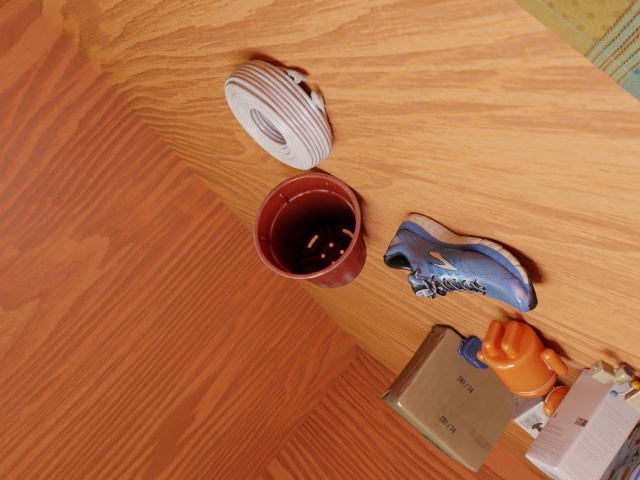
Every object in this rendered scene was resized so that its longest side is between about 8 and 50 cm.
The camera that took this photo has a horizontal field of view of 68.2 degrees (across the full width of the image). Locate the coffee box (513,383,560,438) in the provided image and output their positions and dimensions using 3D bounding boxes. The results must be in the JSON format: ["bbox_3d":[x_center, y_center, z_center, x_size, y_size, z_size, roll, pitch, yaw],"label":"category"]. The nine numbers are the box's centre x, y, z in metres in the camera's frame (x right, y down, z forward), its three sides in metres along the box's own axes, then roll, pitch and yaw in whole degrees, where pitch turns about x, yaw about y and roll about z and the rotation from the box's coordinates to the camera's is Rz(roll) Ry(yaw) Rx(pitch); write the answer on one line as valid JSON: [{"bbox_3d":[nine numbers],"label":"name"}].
[{"bbox_3d":[0.611,0.465,1.180,0.246,0.098,0.141,40,-151,3],"label":"coffee box"}]

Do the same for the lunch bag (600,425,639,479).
[{"bbox_3d":[0.651,0.492,0.949,0.115,0.243,0.303,35,165,29],"label":"lunch bag"}]

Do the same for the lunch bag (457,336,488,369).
[{"bbox_3d":[0.455,0.331,1.397,0.098,0.067,0.065,41,167,5],"label":"lunch bag"}]

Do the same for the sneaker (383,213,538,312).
[{"bbox_3d":[0.256,0.068,0.915,0.330,0.147,0.130,26,161,48],"label":"sneaker"}]

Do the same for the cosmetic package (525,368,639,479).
[{"bbox_3d":[0.525,0.370,0.935,0.085,0.231,0.117,41,167,2],"label":"cosmetic package"}]

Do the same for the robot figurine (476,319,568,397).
[{"bbox_3d":[0.449,0.269,1.069,0.219,0.158,0.128,47,-161,-26],"label":"robot figurine"}]

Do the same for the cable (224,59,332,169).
[{"bbox_3d":[-0.086,-0.252,0.982,0.257,0.089,0.257,33,165,34],"label":"cable"}]

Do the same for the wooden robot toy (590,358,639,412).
[{"bbox_3d":[0.582,0.261,0.842,0.173,0.076,0.079,39,132,11],"label":"wooden robot toy"}]

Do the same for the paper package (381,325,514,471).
[{"bbox_3d":[0.417,0.492,1.502,0.325,0.309,0.168,40,168,1],"label":"paper package"}]

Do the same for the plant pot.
[{"bbox_3d":[0.000,0.000,1.255,0.272,0.272,0.265,36,175,24],"label":"plant pot"}]

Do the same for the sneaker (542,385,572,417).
[{"bbox_3d":[0.557,0.351,1.027,0.067,0.175,0.064,-164,71,-65],"label":"sneaker"}]

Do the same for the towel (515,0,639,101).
[{"bbox_3d":[0.227,-0.216,0.290,0.370,0.040,0.271,42,167,6],"label":"towel"}]
